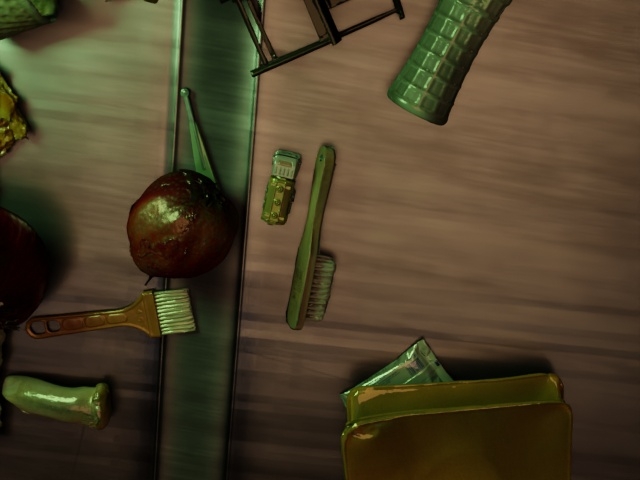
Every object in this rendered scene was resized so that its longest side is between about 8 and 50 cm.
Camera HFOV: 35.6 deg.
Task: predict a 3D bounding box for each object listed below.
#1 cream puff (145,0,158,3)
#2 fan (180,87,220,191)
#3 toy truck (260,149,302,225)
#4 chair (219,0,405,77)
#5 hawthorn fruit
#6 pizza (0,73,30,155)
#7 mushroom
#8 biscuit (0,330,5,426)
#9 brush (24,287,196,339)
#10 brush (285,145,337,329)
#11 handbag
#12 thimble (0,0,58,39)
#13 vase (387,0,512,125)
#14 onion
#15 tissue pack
[{"bbox_3d":[-0.275,-0.502,1.461,0.275,0.378,0.378,-38,99,-6],"label":"cream puff"},{"bbox_3d":[-0.213,-0.168,1.720,0.038,0.016,0.193,-11,103,7],"label":"fan"},{"bbox_3d":[-0.068,-0.089,1.708,0.052,0.063,0.123,13,104,0],"label":"toy truck"},{"bbox_3d":[-0.009,-0.378,1.603,0.260,0.141,0.155,-22,102,10],"label":"chair"},{"bbox_3d":[-0.248,-0.003,1.684,0.181,0.181,0.235,35,112,-6],"label":"hawthorn fruit"},{"bbox_3d":[-0.608,-0.217,1.691,0.226,0.086,0.336,11,102,1],"label":"pizza"},{"bbox_3d":[-0.481,0.287,1.816,0.209,0.071,0.084,10,98,4],"label":"mushroom"},{"bbox_3d":[-0.639,0.259,1.816,0.133,0.032,0.250,9,101,18],"label":"biscuit"},{"bbox_3d":[-0.384,0.142,1.802,0.314,0.017,0.090,-7,103,5],"label":"brush"},{"bbox_3d":[0.000,0.000,1.732,0.065,0.070,0.328,5,103,-18],"label":"brush"},{"bbox_3d":[0.238,0.379,1.762,0.400,0.133,0.283,-6,114,0],"label":"handbag"},{"bbox_3d":[-0.526,-0.436,1.543,0.149,0.271,0.271,-17,102,4],"label":"thimble"},{"bbox_3d":[0.224,-0.338,1.604,0.143,0.143,0.299,26,106,-4],"label":"vase"},{"bbox_3d":[-0.601,0.025,1.700,0.272,0.285,0.273,-7,143,-5],"label":"onion"},{"bbox_3d":[0.142,0.279,1.806,0.193,0.026,0.123,-35,99,10],"label":"tissue pack"}]
